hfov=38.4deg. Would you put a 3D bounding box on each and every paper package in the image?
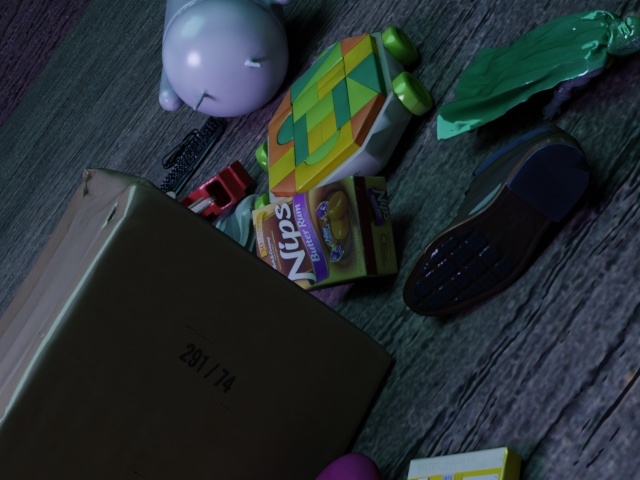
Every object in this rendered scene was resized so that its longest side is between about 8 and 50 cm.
[{"bbox_3d":[-0.146,0.147,0.867,0.168,0.324,0.310,10,68,58],"label":"paper package"}]

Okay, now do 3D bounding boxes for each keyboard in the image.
[{"bbox_3d":[-0.246,-0.139,1.605,0.192,0.038,0.100,-53,29,2],"label":"keyboard"}]

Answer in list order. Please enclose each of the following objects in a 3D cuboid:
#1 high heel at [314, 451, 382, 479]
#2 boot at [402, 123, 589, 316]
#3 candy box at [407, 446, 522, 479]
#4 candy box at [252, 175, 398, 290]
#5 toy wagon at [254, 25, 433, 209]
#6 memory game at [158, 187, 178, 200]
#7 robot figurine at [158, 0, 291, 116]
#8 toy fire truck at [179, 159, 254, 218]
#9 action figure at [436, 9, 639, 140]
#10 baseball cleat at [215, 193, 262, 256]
[{"bbox_3d":[-0.080,0.324,0.732,0.127,0.181,0.377,-3,57,55],"label":"high heel"},{"bbox_3d":[0.164,-0.019,0.867,0.219,0.082,0.106,-45,9,25],"label":"boot"},{"bbox_3d":[0.095,0.262,0.699,0.105,0.027,0.206,-24,41,46],"label":"candy box"},{"bbox_3d":[0.000,0.000,1.038,0.186,0.053,0.109,-17,79,50],"label":"candy box"},{"bbox_3d":[0.015,-0.172,1.223,0.267,0.068,0.344,-39,33,26],"label":"toy wagon"},{"bbox_3d":[-0.302,-0.009,1.528,0.186,0.012,0.186,-19,49,24],"label":"memory game"},{"bbox_3d":[-0.157,-0.335,1.507,0.300,0.199,0.354,-42,32,23],"label":"robot figurine"},{"bbox_3d":[-0.165,-0.058,1.333,0.192,0.047,0.135,-30,10,36],"label":"toy fire truck"},{"bbox_3d":[0.226,-0.171,0.916,0.232,0.063,0.137,-15,46,54],"label":"action figure"},{"bbox_3d":[-0.118,0.032,1.222,0.109,0.072,0.206,-35,25,44],"label":"baseball cleat"}]
